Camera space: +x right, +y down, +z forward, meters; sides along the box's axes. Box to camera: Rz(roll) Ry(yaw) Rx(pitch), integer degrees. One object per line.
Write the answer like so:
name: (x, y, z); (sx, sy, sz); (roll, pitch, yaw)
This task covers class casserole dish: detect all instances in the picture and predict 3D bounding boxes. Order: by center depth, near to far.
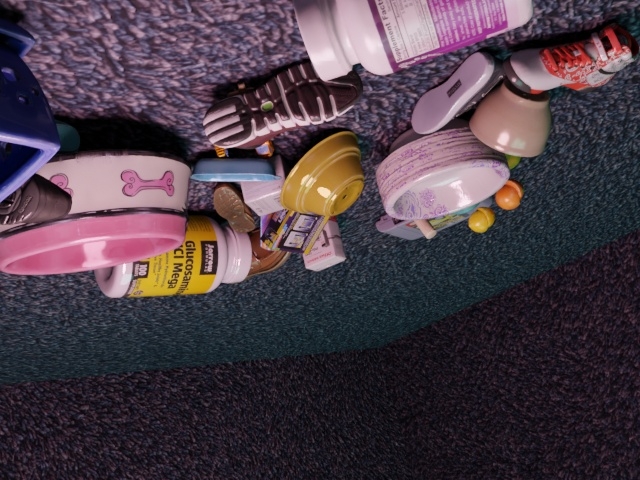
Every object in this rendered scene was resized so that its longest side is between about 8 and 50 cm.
casserole dish: (-0.172, -0.142, 1.518); (0.188, 0.037, 0.114); (0, 177, 3)

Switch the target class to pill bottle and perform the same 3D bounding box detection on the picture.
pill bottle: (0.123, -0.330, 1.039); (0.302, 0.169, 0.169); (-17, 161, 13)
pill bottle: (-0.337, 0.033, 1.744); (0.334, 0.188, 0.188); (-1, 158, -35)

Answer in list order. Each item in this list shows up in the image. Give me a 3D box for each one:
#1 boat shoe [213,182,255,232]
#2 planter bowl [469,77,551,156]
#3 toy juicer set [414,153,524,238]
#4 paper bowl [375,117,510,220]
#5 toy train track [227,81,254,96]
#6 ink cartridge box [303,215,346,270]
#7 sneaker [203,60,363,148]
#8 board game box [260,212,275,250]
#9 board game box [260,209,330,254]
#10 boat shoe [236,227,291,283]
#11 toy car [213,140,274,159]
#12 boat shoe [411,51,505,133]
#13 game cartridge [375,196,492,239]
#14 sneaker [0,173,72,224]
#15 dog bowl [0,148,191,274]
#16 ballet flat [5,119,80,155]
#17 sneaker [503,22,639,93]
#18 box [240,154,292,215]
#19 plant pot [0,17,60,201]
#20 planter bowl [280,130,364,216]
boat shoe: (-0.199, -0.083, 1.710); (0.064, 0.060, 0.178); (-13, 149, 9)
planter bowl: (0.393, -0.258, 1.505); (0.162, 0.162, 0.109); (-5, 133, -24)
toy juicer set: (0.344, -0.097, 1.821); (0.329, 0.209, 0.089); (-23, 151, 24)
paper bowl: (0.261, -0.165, 1.657); (0.284, 0.148, 0.284); (-12, 162, -4)
toy train track: (-0.143, -0.257, 1.313); (0.048, 0.014, 0.083); (-17, 169, -14)
ink cartridge box: (0.000, 0.000, 1.972); (0.099, 0.135, 0.056); (-24, 158, 27)
sneaker: (-0.066, -0.234, 1.340); (0.281, 0.106, 0.162); (-16, 179, -1)
board game box: (-0.080, -0.034, 1.847); (0.133, 0.033, 0.168); (-14, 133, -22)
board game box: (-0.047, -0.053, 1.793); (0.141, 0.048, 0.170); (9, 117, -52)
boat shoe: (-0.190, 0.038, 1.987); (0.104, 0.110, 0.307); (12, 144, -43)
toy car: (-0.149, -0.175, 1.501); (0.122, 0.040, 0.060); (-11, 162, -9)
boat shoe: (0.269, -0.280, 1.453); (0.076, 0.080, 0.228); (1, 149, -34)
game cartridge: (0.326, -0.079, 2.113); (0.294, 0.060, 0.196); (-25, 163, 30)
sneaker: (-0.513, -0.078, 1.167); (0.286, 0.109, 0.130); (20, -177, 24)
dog bowl: (-0.433, -0.040, 1.404); (0.408, 0.150, 0.408); (-11, 174, -1)
ballet flat: (-0.512, -0.168, 1.204); (0.087, 0.083, 0.247); (-17, 163, 39)
sneaker: (0.470, -0.343, 1.384); (0.270, 0.090, 0.145); (-5, 159, -35)
box: (-0.111, -0.118, 1.622); (0.102, 0.087, 0.101); (-16, 162, 9)
plant pot: (-0.503, -0.178, 0.962); (0.236, 0.212, 0.236); (-27, 157, 36)
planter bowl: (0.026, -0.117, 1.578); (0.217, 0.090, 0.217); (-36, 158, -17)
